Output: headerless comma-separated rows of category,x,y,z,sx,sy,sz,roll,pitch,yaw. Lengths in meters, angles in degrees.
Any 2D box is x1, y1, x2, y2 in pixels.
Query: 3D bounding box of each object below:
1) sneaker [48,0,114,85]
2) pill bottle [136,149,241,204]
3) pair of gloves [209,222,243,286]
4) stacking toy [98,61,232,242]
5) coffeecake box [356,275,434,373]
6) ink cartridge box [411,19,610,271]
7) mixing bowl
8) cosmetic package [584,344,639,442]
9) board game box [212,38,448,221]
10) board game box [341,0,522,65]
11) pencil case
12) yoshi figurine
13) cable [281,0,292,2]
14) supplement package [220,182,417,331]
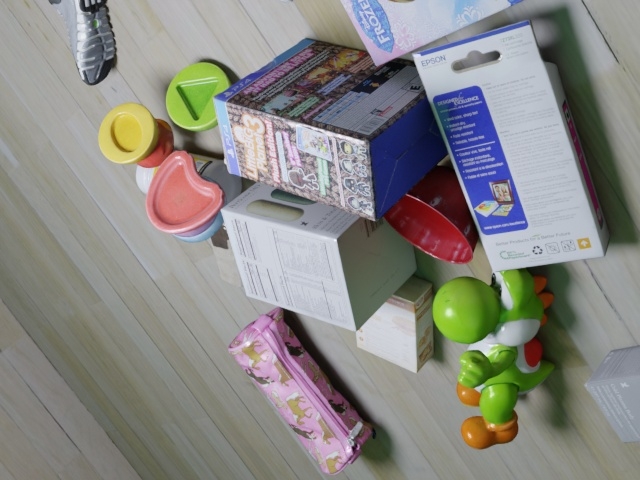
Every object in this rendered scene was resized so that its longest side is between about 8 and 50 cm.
sneaker,-0.492,-0.439,1.770,0.132,0.086,0.228,29,129,31
pill bottle,-0.275,-0.123,1.795,0.209,0.119,0.119,16,133,36
pair of gloves,-0.147,0.016,1.859,0.240,0.042,0.204,10,126,37
stacking toy,-0.236,-0.165,1.655,0.308,0.280,0.130,56,-171,20
coffeecake box,0.139,0.145,1.666,0.142,0.068,0.185,21,136,31
ink cartridge box,0.279,-0.130,1.253,0.176,0.069,0.370,-10,118,32
mixing bowl,0.191,-0.055,1.390,0.181,0.098,0.181,34,164,11
cosmetic package,0.541,0.222,1.309,0.127,0.107,0.238,56,146,-6
board game box,0.025,-0.181,1.351,0.291,0.232,0.141,21,135,33
board game box,0.122,-0.430,1.169,0.318,0.066,0.318,-15,111,50
pencil case,-0.044,0.332,1.944,0.167,0.160,0.386,-35,96,28
yoshi figurine,0.265,0.180,1.476,0.204,0.203,0.362,29,137,34
cable,-0.090,-0.466,1.235,0.257,0.089,0.257,60,179,-18
supplement package,0.000,0.000,1.564,0.263,0.199,0.198,14,132,37
